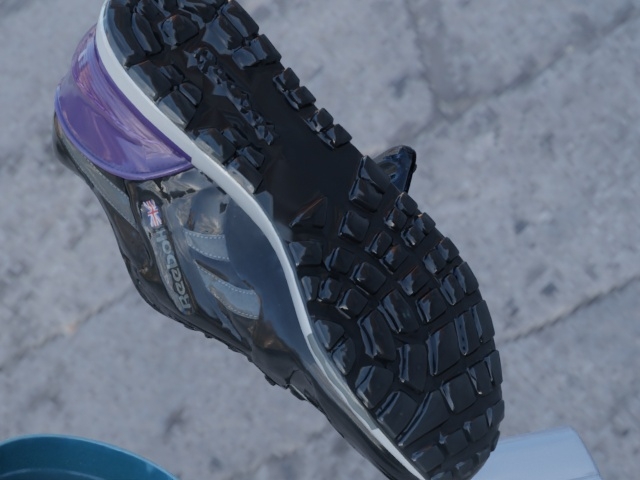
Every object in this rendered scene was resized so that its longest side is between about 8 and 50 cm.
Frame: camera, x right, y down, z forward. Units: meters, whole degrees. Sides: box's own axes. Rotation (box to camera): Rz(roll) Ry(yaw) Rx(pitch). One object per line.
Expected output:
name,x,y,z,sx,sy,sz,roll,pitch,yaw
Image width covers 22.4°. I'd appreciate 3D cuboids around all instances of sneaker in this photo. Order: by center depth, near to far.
sneaker,-0.025,0.011,0.792,0.107,0.283,0.124,-28,-11,-43

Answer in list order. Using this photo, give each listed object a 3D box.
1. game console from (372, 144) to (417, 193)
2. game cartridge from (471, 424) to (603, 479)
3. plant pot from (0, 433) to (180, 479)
game console,0.000,0.000,1.894,0.361,0.044,0.213,-31,47,55
game cartridge,0.235,0.358,1.756,0.198,0.062,0.297,-12,77,5
plant pot,-0.301,0.405,1.907,0.271,0.271,0.255,41,118,50
